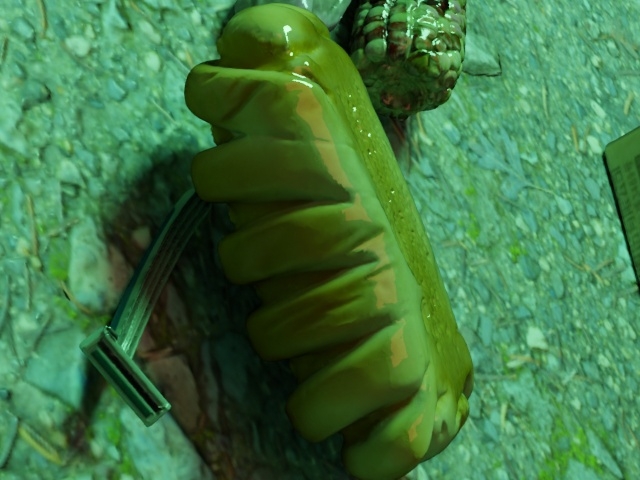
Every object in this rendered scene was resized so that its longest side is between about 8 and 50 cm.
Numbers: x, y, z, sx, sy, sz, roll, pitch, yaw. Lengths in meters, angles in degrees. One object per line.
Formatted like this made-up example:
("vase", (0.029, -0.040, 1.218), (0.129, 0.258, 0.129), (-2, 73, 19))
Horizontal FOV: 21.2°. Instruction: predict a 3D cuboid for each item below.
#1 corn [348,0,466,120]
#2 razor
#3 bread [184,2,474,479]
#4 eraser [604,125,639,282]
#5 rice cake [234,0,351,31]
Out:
("corn", (0.072, -0.206, 1.376), (0.092, 0.092, 0.281), (36, 39, -27))
("razor", (-0.104, 0.030, 1.054), (0.068, 0.037, 0.191), (54, 29, -26))
("bread", (0.000, 0.000, 1.104), (0.311, 0.121, 0.173), (69, 17, 2))
("eraser", (0.357, 0.060, 1.514), (0.144, 0.078, 0.343), (12, 57, -42))
("rice cake", (0.038, -0.276, 1.343), (0.064, 0.070, 0.399), (56, 43, -28))
